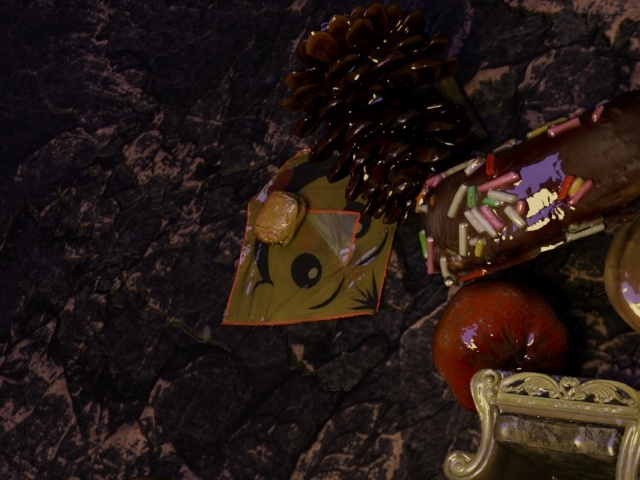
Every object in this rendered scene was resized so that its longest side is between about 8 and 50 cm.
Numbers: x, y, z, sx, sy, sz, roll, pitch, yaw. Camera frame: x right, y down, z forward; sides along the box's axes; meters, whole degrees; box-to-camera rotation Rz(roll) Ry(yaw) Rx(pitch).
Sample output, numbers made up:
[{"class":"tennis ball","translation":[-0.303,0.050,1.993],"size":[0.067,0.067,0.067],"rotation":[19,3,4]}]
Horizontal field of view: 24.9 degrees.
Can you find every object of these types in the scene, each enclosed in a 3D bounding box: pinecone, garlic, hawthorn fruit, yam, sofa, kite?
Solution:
[{"class":"pinecone","translation":[0.088,-0.154,1.849],"size":[0.246,0.246,0.292],"rotation":[-34,73,21]},{"class":"garlic","translation":[0.377,0.016,1.620],"size":[0.101,0.087,0.195],"rotation":[24,79,31]},{"class":"hawthorn fruit","translation":[0.202,0.115,1.663],"size":[0.157,0.157,0.194],"rotation":[-50,8,5]},{"class":"yam","translation":[0.186,-0.172,1.919],"size":[0.033,0.027,0.129],"rotation":[-11,47,-12]},{"class":"sofa","translation":[0.274,0.253,1.486],"size":[0.258,0.200,0.182],"rotation":[3,66,39]},{"class":"kite","translation":[0.001,0.001,1.989],"size":[0.377,0.013,0.327],"rotation":[-47,46,8]}]

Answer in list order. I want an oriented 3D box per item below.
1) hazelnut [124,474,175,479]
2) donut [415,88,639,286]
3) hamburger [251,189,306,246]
[{"class":"hazelnut","translation":[-0.180,0.451,1.685],"size":[0.366,0.366,0.366],"rotation":[-20,55,31]},{"class":"donut","translation":[0.236,-0.053,1.612],"size":[0.345,0.259,0.136],"rotation":[-26,88,53]},{"class":"hamburger","translation":[-0.057,-0.031,2.013],"size":[0.076,0.044,0.083],"rotation":[27,89,43]}]
